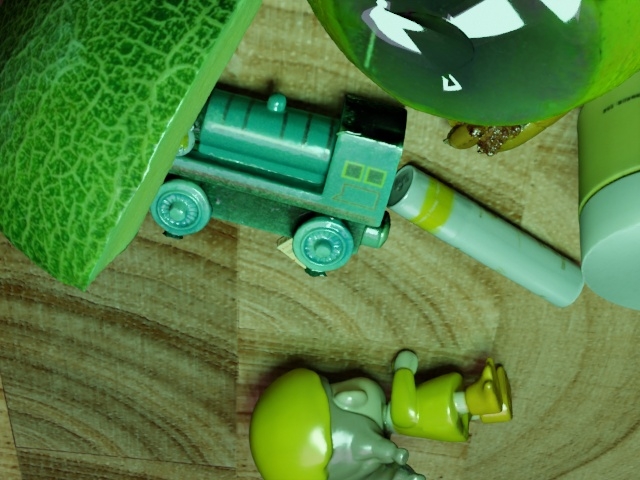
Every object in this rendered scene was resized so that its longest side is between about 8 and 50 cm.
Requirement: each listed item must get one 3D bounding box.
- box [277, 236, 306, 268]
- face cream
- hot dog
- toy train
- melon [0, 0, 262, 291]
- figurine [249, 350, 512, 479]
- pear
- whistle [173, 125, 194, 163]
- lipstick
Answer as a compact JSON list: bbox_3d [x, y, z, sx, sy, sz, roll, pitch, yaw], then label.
[{"bbox_3d":[0.000,0.000,1.622,0.093,0.015,0.058,-31,128,34],"label":"box"},{"bbox_3d":[0.370,-0.051,1.367,0.218,0.179,0.218,3,152,2],"label":"face cream"},{"bbox_3d":[0.222,-0.158,1.380,0.102,0.076,0.249,30,131,-29],"label":"hot dog"},{"bbox_3d":[-0.057,-0.085,1.469,0.298,0.120,0.194,14,125,-2],"label":"toy train"},{"bbox_3d":[-0.193,-0.170,1.307,0.226,0.331,0.344,8,123,-33],"label":"melon"},{"bbox_3d":[0.074,0.235,1.760,0.343,0.187,0.215,-16,146,14],"label":"figurine"},{"bbox_3d":[0.125,-0.238,1.171,0.398,0.165,0.399,14,139,13],"label":"pear"},{"bbox_3d":[-0.165,-0.088,1.405,0.035,0.035,0.100,36,117,-28],"label":"whistle"},{"bbox_3d":[0.194,-0.002,1.565,0.264,0.059,0.059,28,133,-23],"label":"lipstick"}]
